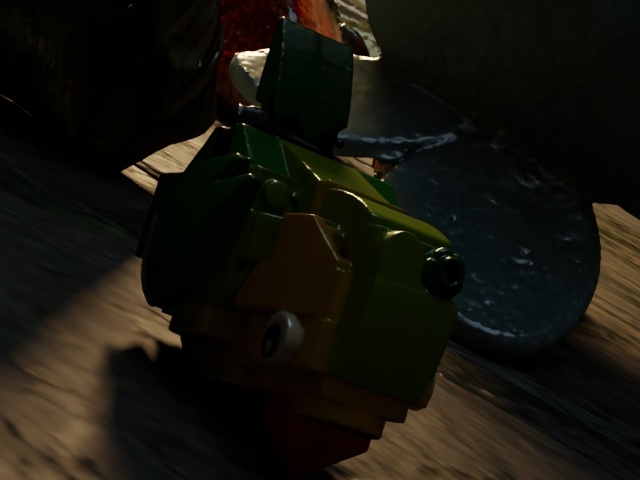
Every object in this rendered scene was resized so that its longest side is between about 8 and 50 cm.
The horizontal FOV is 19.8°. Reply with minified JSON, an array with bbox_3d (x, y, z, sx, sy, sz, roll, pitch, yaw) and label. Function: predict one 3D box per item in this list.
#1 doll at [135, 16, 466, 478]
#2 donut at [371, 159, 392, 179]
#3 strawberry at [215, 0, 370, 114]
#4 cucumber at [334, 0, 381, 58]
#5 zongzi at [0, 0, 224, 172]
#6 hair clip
[{"bbox_3d":[-0.004,0.007,0.731,0.106,0.134,0.186,23,17,-29],"label":"doll"},{"bbox_3d":[0.108,-0.027,1.336,0.166,0.065,0.117,26,10,2],"label":"donut"},{"bbox_3d":[-0.037,-0.136,1.434,0.175,0.107,0.236,65,15,0],"label":"strawberry"},{"bbox_3d":[0.036,-0.217,1.962,0.325,0.105,0.145,26,-16,-6],"label":"cucumber"},{"bbox_3d":[-0.164,-0.217,1.017,0.286,0.288,0.134,28,38,18],"label":"zongzi"},{"bbox_3d":[0.154,-0.127,1.208,0.318,0.238,0.392,39,28,28],"label":"hair clip"}]
